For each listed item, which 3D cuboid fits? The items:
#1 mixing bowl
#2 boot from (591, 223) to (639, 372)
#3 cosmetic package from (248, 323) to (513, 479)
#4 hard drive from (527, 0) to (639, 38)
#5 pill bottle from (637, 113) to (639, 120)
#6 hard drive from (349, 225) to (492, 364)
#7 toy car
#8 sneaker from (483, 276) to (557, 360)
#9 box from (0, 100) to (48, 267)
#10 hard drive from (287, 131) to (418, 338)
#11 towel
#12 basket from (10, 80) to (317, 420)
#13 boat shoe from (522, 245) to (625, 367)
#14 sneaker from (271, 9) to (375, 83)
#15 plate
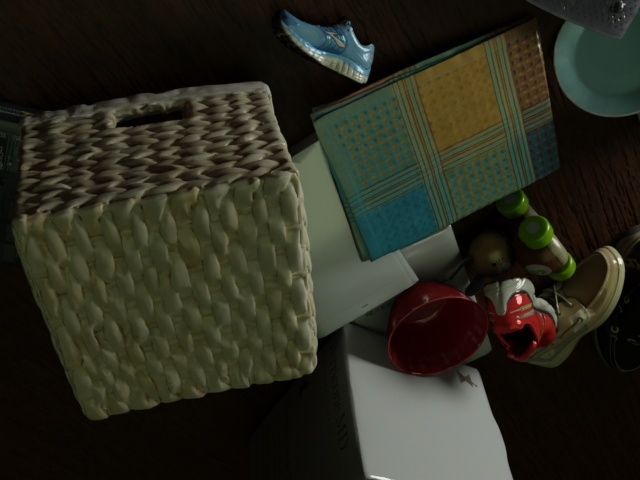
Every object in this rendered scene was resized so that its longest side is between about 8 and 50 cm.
[{"bbox_3d":[0.191,0.137,1.189,0.181,0.098,0.182,-8,128,-10],"label":"mixing bowl"},{"bbox_3d":[0.666,0.186,1.304,0.138,0.284,0.378,-10,127,-9],"label":"boot"},{"bbox_3d":[0.092,0.430,1.247,0.327,0.330,0.394,22,123,-21],"label":"cosmetic package"},{"bbox_3d":[0.345,-0.395,0.918,0.254,0.054,0.172,15,113,-21],"label":"hard drive"},{"bbox_3d":[0.659,-0.250,1.067,0.271,0.152,0.152,-22,128,1],"label":"pill bottle"},{"bbox_3d":[0.176,0.136,1.276,0.232,0.047,0.353,-25,128,3],"label":"hard drive"},{"bbox_3d":[0.315,0.030,1.175,0.188,0.149,0.155,-38,136,13],"label":"toy car"},{"bbox_3d":[0.354,0.160,1.211,0.107,0.119,0.279,-13,152,29],"label":"sneaker"},{"bbox_3d":[-0.420,-0.070,0.942,0.183,0.059,0.233,10,121,-23],"label":"box"},{"bbox_3d":[0.000,0.000,1.094,0.203,0.040,0.308,-31,118,7],"label":"hard drive"},{"bbox_3d":[0.186,-0.147,1.028,0.370,0.040,0.272,-26,121,-9],"label":"towel"},{"bbox_3d":[-0.188,0.012,0.870,0.328,0.266,0.332,-11,126,-10],"label":"basket"},{"bbox_3d":[0.478,0.136,1.330,0.098,0.109,0.302,8,128,-23],"label":"boat shoe"},{"bbox_3d":[0.007,-0.277,0.927,0.162,0.063,0.073,20,100,-33],"label":"sneaker"},{"bbox_3d":[0.447,-0.281,1.019,0.188,0.024,0.188,4,105,14],"label":"plate"}]
